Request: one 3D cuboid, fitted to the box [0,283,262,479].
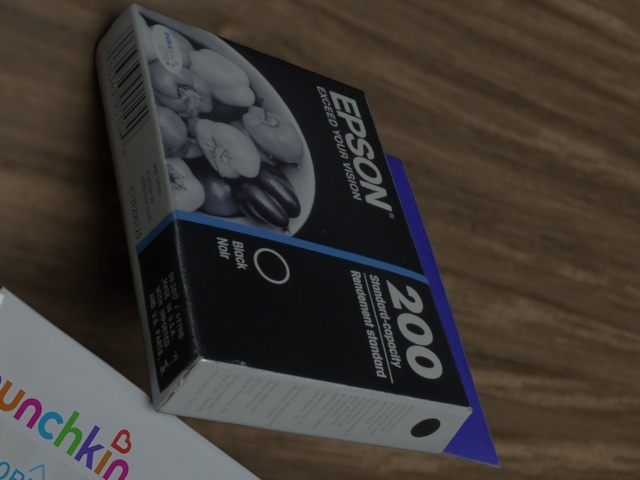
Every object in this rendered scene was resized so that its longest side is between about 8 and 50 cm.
[{"bbox_3d":[-0.132,0.175,0.600,0.262,0.126,0.231,43,72,-31],"label":"box"}]

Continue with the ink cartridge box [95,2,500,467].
[{"bbox_3d":[0.000,0.000,0.656,0.208,0.045,0.206,16,45,-38],"label":"ink cartridge box"}]
